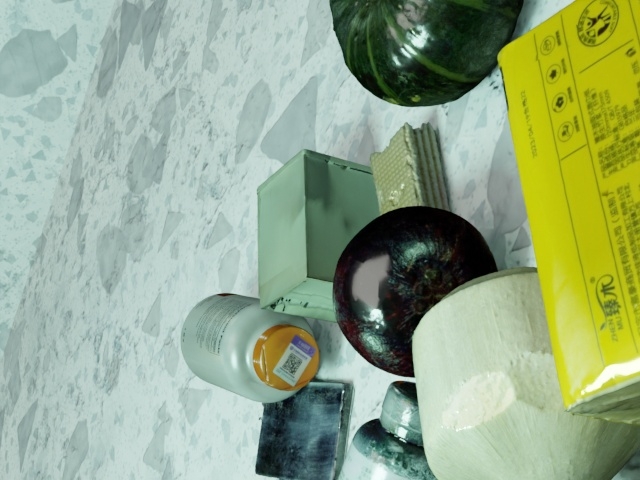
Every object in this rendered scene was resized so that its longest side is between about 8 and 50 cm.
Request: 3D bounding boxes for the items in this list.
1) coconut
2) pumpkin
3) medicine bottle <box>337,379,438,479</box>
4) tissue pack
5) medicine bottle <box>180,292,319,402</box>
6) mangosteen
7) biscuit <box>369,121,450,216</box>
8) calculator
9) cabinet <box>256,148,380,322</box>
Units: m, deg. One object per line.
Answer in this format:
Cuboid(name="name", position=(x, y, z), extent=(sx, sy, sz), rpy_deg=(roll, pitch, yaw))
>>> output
Cuboid(name="coconut", position=(0.217, 0.167, 1.211), extent=(0.237, 0.237, 0.266), rpy_deg=(-49, 30, 40))
Cuboid(name="pumpkin", position=(0.145, -0.327, 1.588), extent=(0.300, 0.207, 0.300), rpy_deg=(-9, 78, 46))
Cuboid(name="medicine bottle", position=(0.087, 0.327, 1.472), extent=(0.141, 0.141, 0.293), rpy_deg=(37, 111, 59))
Cuboid(name="tissue pack", position=(0.347, -0.051, 1.056), extent=(0.293, 0.228, 0.382), rpy_deg=(-31, 55, 42))
Cuboid(name="medicine bottle", position=(-0.105, 0.169, 1.847), extent=(0.289, 0.157, 0.157), rpy_deg=(4, 82, 64))
Cuboid(name="mangosteen", position=(0.114, 0.067, 1.469), extent=(0.216, 0.216, 0.216), rpy_deg=(-32, 51, 52))
Cuboid(name="biscuit", position=(0.127, -0.050, 1.642), extent=(0.108, 0.062, 0.239), rpy_deg=(-45, 41, 44))
Cuboid(name="calculator", position=(-0.032, 0.297, 1.821), extent=(0.262, 0.021, 0.161), rpy_deg=(-8, 72, 60))
Cuboid(name="cabinet", position=(0.000, 0.000, 1.760), extent=(0.150, 0.145, 0.206), rpy_deg=(-35, 49, 49))
